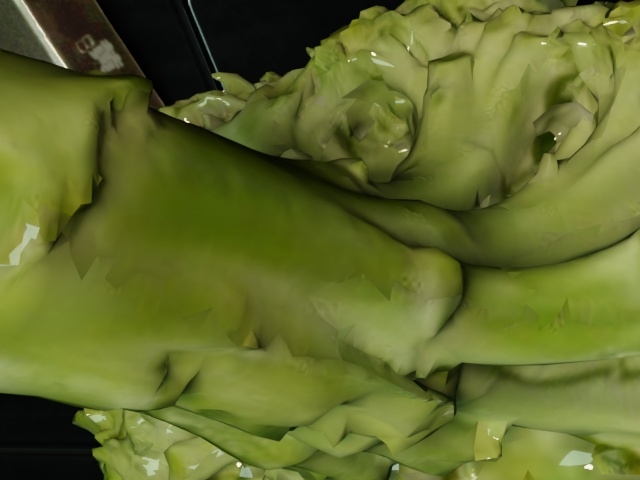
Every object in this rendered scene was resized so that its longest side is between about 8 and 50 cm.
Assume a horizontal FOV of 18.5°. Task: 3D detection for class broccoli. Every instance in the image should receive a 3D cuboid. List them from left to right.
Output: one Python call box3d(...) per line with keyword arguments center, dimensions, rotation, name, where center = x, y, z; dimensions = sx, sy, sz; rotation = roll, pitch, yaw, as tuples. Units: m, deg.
box3d(center=(-0.011, 0.020, 0.659), dimensions=(0.275, 0.397, 0.353), rotation=(64, 149, 25), name="broccoli")

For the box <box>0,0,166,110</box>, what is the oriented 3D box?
box3d(center=(-0.186, -0.016, 1.026), dimensions=(0.325, 0.047, 0.180), rotation=(-28, 98, 49), name="box")
